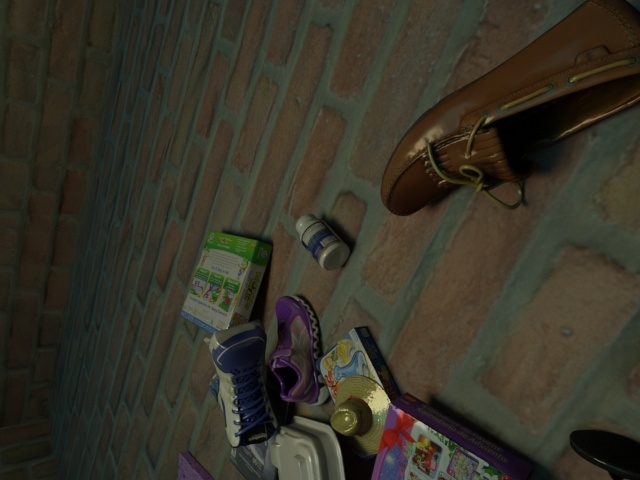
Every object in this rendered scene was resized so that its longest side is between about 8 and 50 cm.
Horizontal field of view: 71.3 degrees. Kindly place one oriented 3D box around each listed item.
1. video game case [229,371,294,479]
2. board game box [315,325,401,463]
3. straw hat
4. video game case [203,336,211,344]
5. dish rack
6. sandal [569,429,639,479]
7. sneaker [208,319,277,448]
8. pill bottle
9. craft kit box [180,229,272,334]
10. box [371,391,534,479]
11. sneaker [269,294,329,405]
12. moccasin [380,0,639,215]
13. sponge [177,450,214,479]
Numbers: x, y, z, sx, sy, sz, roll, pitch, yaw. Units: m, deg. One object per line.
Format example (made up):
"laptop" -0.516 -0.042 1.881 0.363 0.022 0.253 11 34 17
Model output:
"video game case" -0.145 0.452 1.068 0.196 0.026 0.275 18 103 48
"board game box" 0.077 0.278 0.813 0.136 0.035 0.201 -50 53 35
"straw hat" 0.053 0.304 0.765 0.144 0.061 0.145 -2 88 48
"video game case" -0.248 0.293 1.163 0.122 0.011 0.087 -1 130 49
"dish rack" -0.024 0.513 0.828 0.285 0.072 0.333 143 122 -64
"sandal" 0.358 0.257 0.473 0.179 0.067 0.040 12 108 46
"sneaker" -0.149 0.318 0.936 0.182 0.127 0.316 57 148 34
"pill bottle" 0.000 0.000 0.892 0.120 0.067 0.067 49 123 39
"craft kit box" -0.246 0.107 1.134 0.249 0.060 0.247 11 83 49
"box" 0.167 0.407 0.659 0.200 0.057 0.294 21 107 38
"sneaker" -0.060 0.226 0.922 0.095 0.104 0.237 -38 59 42
"moccasin" 0.236 -0.130 0.590 0.380 0.139 0.147 -30 57 34
"sponge" -0.357 0.716 1.291 0.210 0.031 0.117 11 96 49
